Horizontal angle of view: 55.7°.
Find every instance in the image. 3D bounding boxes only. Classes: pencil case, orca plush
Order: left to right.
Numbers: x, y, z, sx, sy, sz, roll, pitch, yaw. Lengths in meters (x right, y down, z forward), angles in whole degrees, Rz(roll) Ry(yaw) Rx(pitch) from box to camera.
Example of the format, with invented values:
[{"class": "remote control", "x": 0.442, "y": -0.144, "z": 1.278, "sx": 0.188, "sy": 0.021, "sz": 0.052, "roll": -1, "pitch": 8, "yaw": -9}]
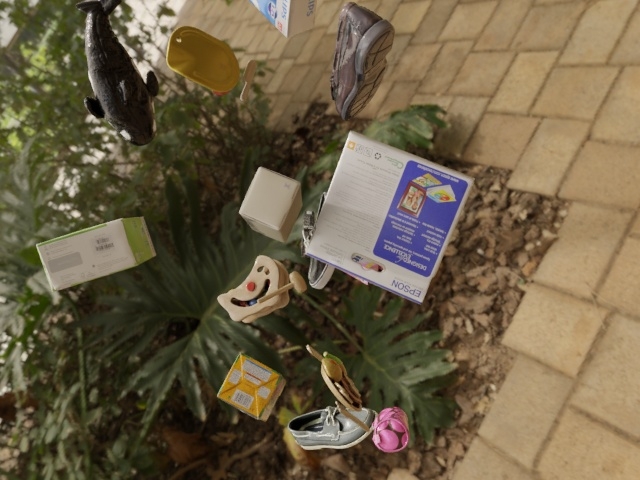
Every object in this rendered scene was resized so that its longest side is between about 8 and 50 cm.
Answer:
[{"class": "orca plush", "x": -0.370, "y": -0.315, "z": 1.163, "sx": 0.102, "sy": 0.151, "sz": 0.287, "roll": 26, "pitch": 121, "yaw": 50}, {"class": "pencil case", "x": 0.179, "y": 0.487, "z": 1.561, "sx": 0.098, "sy": 0.209, "sz": 0.095, "roll": -5, "pitch": 80, "yaw": 6}]

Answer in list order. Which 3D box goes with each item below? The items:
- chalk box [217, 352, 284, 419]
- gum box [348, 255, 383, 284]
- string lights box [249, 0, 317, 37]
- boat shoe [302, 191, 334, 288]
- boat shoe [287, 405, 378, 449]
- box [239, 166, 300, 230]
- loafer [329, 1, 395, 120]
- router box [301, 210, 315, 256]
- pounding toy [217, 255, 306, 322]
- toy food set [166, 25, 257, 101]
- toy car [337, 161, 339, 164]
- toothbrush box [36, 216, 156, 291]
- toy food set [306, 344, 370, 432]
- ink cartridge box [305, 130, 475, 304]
[{"class": "chalk box", "x": -0.247, "y": 0.557, "z": 2.272, "sx": 0.179, "sy": 0.180, "sz": 0.289, "roll": -62, "pitch": -9, "yaw": -15}, {"class": "gum box", "x": 0.166, "y": 0.052, "z": 1.882, "sx": 0.107, "sy": 0.062, "sz": 0.188, "roll": 28, "pitch": 43, "yaw": 34}, {"class": "string lights box", "x": -0.110, "y": -0.556, "z": 1.250, "sx": 0.260, "sy": 0.076, "sz": 0.133, "roll": 49, "pitch": 153, "yaw": 23}, {"class": "boat shoe", "x": 0.001, "y": 0.001, "z": 1.825, "sx": 0.113, "sy": 0.104, "sz": 0.306, "roll": -120, "pitch": 45, "yaw": -57}, {"class": "boat shoe", "x": 0.031, "y": 0.566, "z": 1.858, "sx": 0.319, "sy": 0.099, "sz": 0.116, "roll": -25, "pitch": 28, "yaw": 36}, {"class": "box", "x": -0.103, "y": -0.071, "z": 1.339, "sx": 0.275, "sy": 0.094, "sz": 0.113, "roll": 99, "pitch": -166, "yaw": -83}, {"class": "loafer", "x": 0.067, "y": -0.342, "z": 1.167, "sx": 0.109, "sy": 0.095, "sz": 0.302, "roll": -41, "pitch": -8, "yaw": -15}, {"class": "router box", "x": -0.040, "y": -0.020, "z": 1.953, "sx": 0.092, "sy": 0.038, "sz": 0.122, "roll": -91, "pitch": 4, "yaw": -48}, {"class": "pounding toy", "x": -0.183, "y": 0.128, "z": 1.761, "sx": 0.269, "sy": 0.155, "sz": 0.154, "roll": -27, "pitch": 71, "yaw": 13}, {"class": "toy food set", "x": -0.259, "y": -0.391, "z": 1.375, "sx": 0.071, "sy": 0.217, "sz": 0.128, "roll": -15, "pitch": 62, "yaw": 48}, {"class": "toy car", "x": 0.160, "y": -0.115, "z": 1.581, "sx": 0.053, "sy": 0.239, "sz": 0.225, "roll": -42, "pitch": 29, "yaw": -8}, {"class": "toothbrush box", "x": -0.550, "y": 0.026, "z": 1.524, "sx": 0.206, "sy": 0.122, "sz": 0.283, "roll": -17, "pitch": 4, "yaw": -5}, {"class": "toy food set", "x": 0.047, "y": 0.287, "z": 1.220, "sx": 0.038, "sy": 0.132, "sz": 0.192, "roll": -40, "pitch": 38, "yaw": 5}, {"class": "ink cartridge box", "x": 0.155, "y": -0.054, "z": 1.396, "sx": 0.307, "sy": 0.303, "sz": 0.072, "roll": -70, "pitch": -13, "yaw": 15}]
